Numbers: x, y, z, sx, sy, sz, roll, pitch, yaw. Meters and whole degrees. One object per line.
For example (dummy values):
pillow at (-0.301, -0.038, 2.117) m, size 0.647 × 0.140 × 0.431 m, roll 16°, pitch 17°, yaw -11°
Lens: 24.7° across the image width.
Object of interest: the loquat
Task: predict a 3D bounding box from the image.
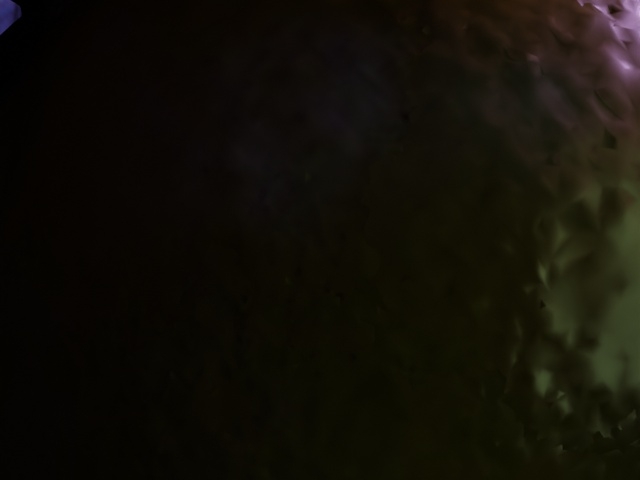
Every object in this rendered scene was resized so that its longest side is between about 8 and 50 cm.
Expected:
loquat at (0.000, 0.000, 0.536) m, size 0.359 × 0.328 × 0.328 m, roll 50°, pitch 30°, yaw -5°
